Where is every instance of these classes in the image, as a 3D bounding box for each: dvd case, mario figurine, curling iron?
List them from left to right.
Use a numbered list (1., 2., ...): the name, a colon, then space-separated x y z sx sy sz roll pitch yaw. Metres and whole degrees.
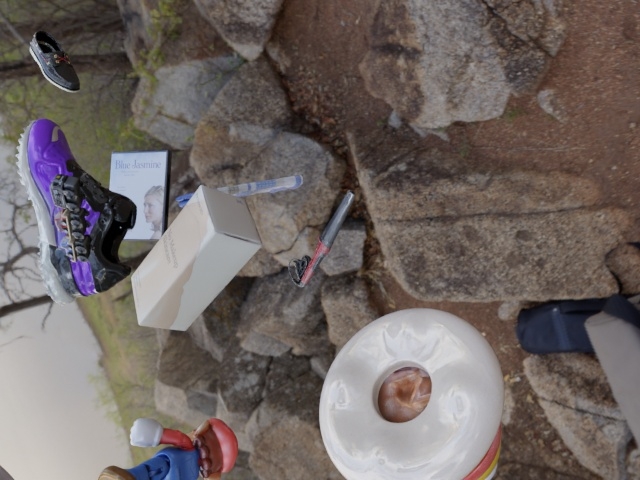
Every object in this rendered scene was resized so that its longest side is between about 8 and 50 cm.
1. dvd case: -0.500 -0.123 1.384 0.180 0.022 0.253 0 84 14
2. mario figurine: -0.304 0.461 1.010 0.170 0.320 0.198 29 104 23
3. curling iron: 0.000 0.000 1.059 0.068 0.035 0.274 55 133 26

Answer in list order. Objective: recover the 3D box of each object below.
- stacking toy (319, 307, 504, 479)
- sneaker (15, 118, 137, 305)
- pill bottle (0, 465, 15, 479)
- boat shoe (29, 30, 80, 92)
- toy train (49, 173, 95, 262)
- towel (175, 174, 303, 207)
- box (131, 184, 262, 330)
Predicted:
1. stacking toy: 0.252 0.393 1.016 0.350 0.350 0.480 10 150 46
2. sneaker: -0.366 -0.058 0.792 0.102 0.146 0.293 85 170 -85
3. pill bottle: -0.652 0.500 0.868 0.124 0.221 0.124 36 151 24
4. boat shoe: -0.469 -0.316 0.889 0.133 0.049 0.042 50 126 13
5. toy train: -0.285 -0.020 0.575 0.158 0.036 0.027 116 168 -52
6. towel: -0.204 -0.122 1.266 0.209 0.285 0.034 0 102 63
7. box: -0.274 0.046 1.086 0.311 0.121 0.148 -47 48 25
